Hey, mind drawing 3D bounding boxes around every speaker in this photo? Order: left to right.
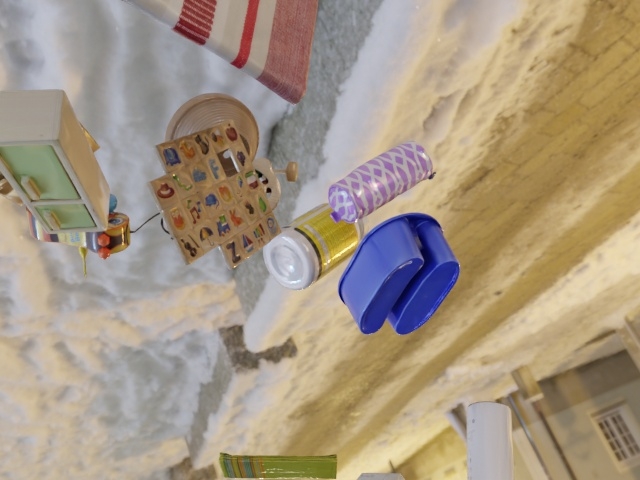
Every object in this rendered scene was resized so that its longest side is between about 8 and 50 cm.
[{"bbox_3d":[0.198,0.263,0.720,0.055,0.136,0.055,6,145,4],"label":"speaker"}]

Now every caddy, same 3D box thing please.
[{"bbox_3d":[0.189,0.084,1.555,0.241,0.179,0.341,6,130,-30],"label":"caddy"}]

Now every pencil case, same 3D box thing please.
[{"bbox_3d":[0.110,-0.108,1.122,0.206,0.086,0.088,-29,172,-25],"label":"pencil case"}]

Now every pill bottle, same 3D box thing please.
[{"bbox_3d":[0.000,0.000,1.839,0.334,0.188,0.188,-33,170,-46],"label":"pill bottle"}]

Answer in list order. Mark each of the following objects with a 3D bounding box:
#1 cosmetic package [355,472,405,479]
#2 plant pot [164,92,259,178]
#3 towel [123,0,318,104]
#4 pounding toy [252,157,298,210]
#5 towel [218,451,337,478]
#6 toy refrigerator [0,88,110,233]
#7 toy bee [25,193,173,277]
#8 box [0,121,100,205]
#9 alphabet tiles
[{"bbox_3d":[0.073,0.660,1.346,0.309,0.113,0.160,-40,-173,-38],"label":"cosmetic package"},{"bbox_3d":[-0.242,-0.225,1.482,0.237,0.109,0.238,-17,125,-26],"label":"plant pot"},{"bbox_3d":[-0.132,-0.310,0.628,0.329,0.237,0.037,23,153,-38],"label":"towel"},{"bbox_3d":[-0.197,-0.151,1.812,0.269,0.154,0.155,-3,174,-7],"label":"pounding toy"},{"bbox_3d":[-0.084,0.459,1.254,0.237,0.021,0.102,1,140,0],"label":"towel"},{"bbox_3d":[-0.402,-0.104,0.932,0.102,0.094,0.269,-3,155,-7],"label":"toy refrigerator"},{"bbox_3d":[-0.419,-0.031,1.149,0.298,0.162,0.195,-15,113,7],"label":"toy bee"},{"bbox_3d":[-0.532,-0.151,1.192,0.201,0.021,0.164,-40,176,-10],"label":"box"},{"bbox_3d":[-0.150,-0.061,0.891,0.009,0.198,0.237,-17,-168,30],"label":"alphabet tiles"}]
